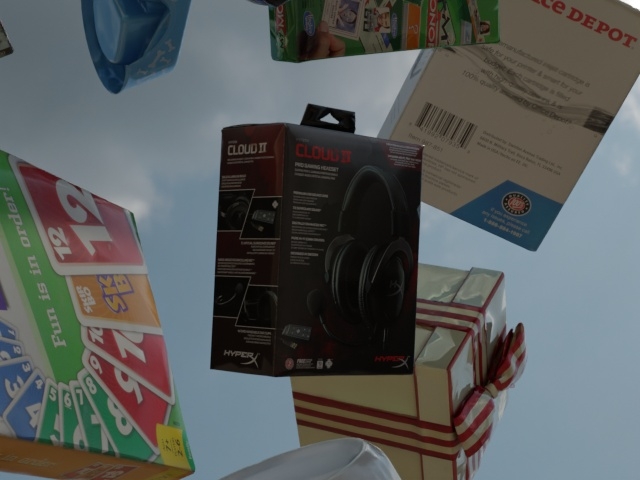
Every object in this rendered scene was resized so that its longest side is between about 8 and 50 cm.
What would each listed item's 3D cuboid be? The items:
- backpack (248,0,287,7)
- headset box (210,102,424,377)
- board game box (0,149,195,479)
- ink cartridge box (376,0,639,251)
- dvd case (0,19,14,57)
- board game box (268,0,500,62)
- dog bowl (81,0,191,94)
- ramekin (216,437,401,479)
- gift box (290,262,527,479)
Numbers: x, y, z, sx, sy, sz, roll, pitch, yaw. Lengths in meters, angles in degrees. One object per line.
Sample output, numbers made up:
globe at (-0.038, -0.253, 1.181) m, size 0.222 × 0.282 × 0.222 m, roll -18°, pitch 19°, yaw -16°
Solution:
backpack at (-0.052, -0.292, 0.820) m, size 0.213 × 0.263 × 0.276 m, roll 10°, pitch -26°, yaw 27°
headset box at (0.000, 0.000, 0.409) m, size 0.062 × 0.083 × 0.032 m, roll 6°, pitch -3°, yaw -44°
board game box at (-0.135, 0.014, 0.450) m, size 0.039 × 0.124 × 0.259 m, roll -26°, pitch -25°, yaw 21°
ink cartridge box at (0.223, -0.178, 1.532) m, size 0.223 × 0.129 × 0.307 m, roll 25°, pitch -68°, yaw -6°
dvd case at (-0.383, -0.237, 1.361) m, size 0.087 × 0.013 × 0.119 m, roll -19°, pitch -71°, yaw 0°
board game box at (0.051, -0.313, 1.072) m, size 0.213 × 0.046 × 0.317 m, roll -10°, pitch -76°, yaw -32°
dog bowl at (-0.205, -0.298, 1.481) m, size 0.074 × 0.166 × 0.297 m, roll -12°, pitch -32°, yaw -26°
ramekin at (-0.034, 0.272, 1.141) m, size 0.272 × 0.273 × 0.127 m, roll -20°, pitch -88°, yaw 24°
gift box at (0.130, 0.187, 1.734) m, size 0.258 × 0.255 × 0.276 m, roll 8°, pitch -50°, yaw 25°
